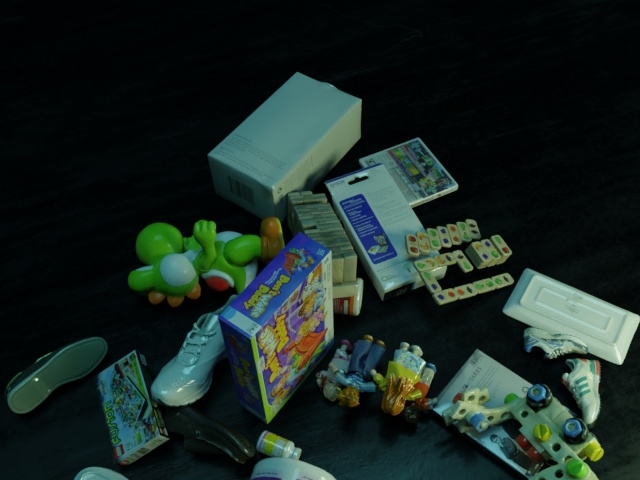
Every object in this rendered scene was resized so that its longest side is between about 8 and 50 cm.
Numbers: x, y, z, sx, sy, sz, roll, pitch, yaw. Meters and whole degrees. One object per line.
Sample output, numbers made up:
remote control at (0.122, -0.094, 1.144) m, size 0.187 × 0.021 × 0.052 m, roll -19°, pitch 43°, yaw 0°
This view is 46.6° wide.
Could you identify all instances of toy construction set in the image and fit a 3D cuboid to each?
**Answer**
toy construction set at (0.386, 0.387, 1.371) m, size 0.215 × 0.151 × 0.327 m, roll -43°, pitch 51°, yaw 2°

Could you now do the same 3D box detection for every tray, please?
tray at (0.557, 0.158, 1.642) m, size 0.270 × 0.030 × 0.145 m, roll 25°, pitch 56°, yaw 20°

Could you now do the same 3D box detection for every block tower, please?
block tower at (0.000, 0.000, 1.683) m, size 0.091 × 0.097 × 0.335 m, roll -6°, pitch 33°, yaw -12°

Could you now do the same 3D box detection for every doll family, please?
doll family at (0.109, 0.276, 1.501) m, size 0.263 × 0.118 × 0.163 m, roll 12°, pitch 50°, yaw 19°

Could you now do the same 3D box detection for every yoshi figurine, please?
yoshi figurine at (-0.271, 0.012, 1.706) m, size 0.362 × 0.203 × 0.203 m, roll -15°, pitch 37°, yaw -7°

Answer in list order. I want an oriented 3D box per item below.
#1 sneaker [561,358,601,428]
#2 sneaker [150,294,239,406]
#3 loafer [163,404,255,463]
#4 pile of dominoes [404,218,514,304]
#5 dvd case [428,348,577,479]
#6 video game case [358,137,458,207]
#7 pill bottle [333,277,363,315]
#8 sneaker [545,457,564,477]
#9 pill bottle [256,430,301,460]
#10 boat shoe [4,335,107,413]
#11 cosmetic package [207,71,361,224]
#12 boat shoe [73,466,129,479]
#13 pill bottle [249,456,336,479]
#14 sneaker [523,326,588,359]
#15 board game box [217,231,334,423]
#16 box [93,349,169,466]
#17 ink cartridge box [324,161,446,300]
sneaker at (0.526, 0.308, 1.510) m, size 0.075 × 0.057 × 0.161 m, roll 9°, pitch 48°, yaw 13°
sneaker at (-0.247, 0.220, 1.536) m, size 0.111 × 0.129 × 0.297 m, roll 21°, pitch 43°, yaw 22°
loafer at (-0.226, 0.392, 1.471) m, size 0.220 × 0.080 × 0.078 m, roll 21°, pitch 78°, yaw 30°
pile of dominoes at (0.319, 0.033, 1.687) m, size 0.251 × 0.040 × 0.196 m, roll -12°, pitch 57°, yaw -32°
dvd case at (0.366, 0.348, 1.499) m, size 0.239 × 0.029 × 0.179 m, roll 33°, pitch 60°, yaw 25°
video game case at (0.225, -0.171, 1.922) m, size 0.183 × 0.023 × 0.201 m, roll -22°, pitch 53°, yaw -14°
pill bottle at (0.016, 0.118, 1.661) m, size 0.152 × 0.086 × 0.086 m, roll 6°, pitch 52°, yaw 7°
sneaker at (0.484, 0.444, 1.412) m, size 0.109 × 0.040 × 0.044 m, roll 41°, pitch 37°, yaw 18°
pill bottle at (-0.081, 0.409, 1.461) m, size 0.083 × 0.043 × 0.043 m, roll 19°, pitch 55°, yaw 16°
boat shoe at (-0.561, 0.271, 1.569) m, size 0.228 × 0.081 × 0.069 m, roll -34°, pitch 29°, yaw -25°
cosmetic package at (-0.082, -0.244, 1.912) m, size 0.217 × 0.156 × 0.385 m, roll 30°, pitch 57°, yaw 23°
boat shoe at (-0.363, 0.502, 1.371) m, size 0.267 × 0.088 × 0.096 m, roll 34°, pitch 61°, yaw 26°
pill bottle at (-0.076, 0.546, 1.275) m, size 0.169 × 0.169 × 0.301 m, roll 10°, pitch 53°, yaw 10°
sneaker at (0.498, 0.230, 1.581) m, size 0.135 × 0.052 × 0.058 m, roll 10°, pitch 62°, yaw 19°
board game box at (-0.074, 0.180, 1.450) m, size 0.078 × 0.347 × 0.233 m, roll 30°, pitch 59°, yaw 23°
box at (-0.386, 0.339, 1.509) m, size 0.114 × 0.036 × 0.207 m, roll -34°, pitch 54°, yaw 7°
ink cartridge box at (0.148, -0.027, 1.766) m, size 0.165 × 0.065 × 0.332 m, roll -20°, pitch 61°, yaw -12°
